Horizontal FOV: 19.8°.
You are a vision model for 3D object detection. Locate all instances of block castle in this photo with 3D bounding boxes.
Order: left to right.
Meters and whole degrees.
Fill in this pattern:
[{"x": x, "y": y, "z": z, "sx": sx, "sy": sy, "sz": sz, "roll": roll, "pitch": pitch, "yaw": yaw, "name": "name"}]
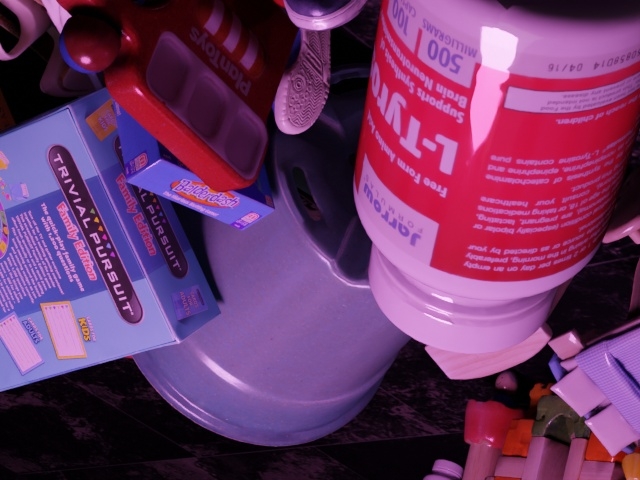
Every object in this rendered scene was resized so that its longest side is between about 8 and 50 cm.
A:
[{"x": 0.403, "y": 0.286, "z": 2.283, "sx": 0.303, "sy": 0.213, "sz": 0.453, "roll": 22, "pitch": 165, "yaw": -31, "name": "block castle"}]

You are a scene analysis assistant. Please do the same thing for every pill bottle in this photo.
[{"x": 0.179, "y": 0.395, "z": 2.785, "sx": 0.065, "sy": 0.116, "sz": 0.065, "roll": 18, "pitch": 156, "yaw": 8, "name": "pill bottle"}, {"x": 0.149, "y": -0.100, "z": 1.527, "sx": 0.229, "sy": 0.229, "sz": 0.408, "roll": 17, "pitch": 137, "yaw": 9, "name": "pill bottle"}]

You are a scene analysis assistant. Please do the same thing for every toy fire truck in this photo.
[{"x": -0.124, "y": -0.217, "z": 1.580, "sx": 0.169, "sy": 0.254, "sz": 0.302, "roll": -8, "pitch": 143, "yaw": 36, "name": "toy fire truck"}]

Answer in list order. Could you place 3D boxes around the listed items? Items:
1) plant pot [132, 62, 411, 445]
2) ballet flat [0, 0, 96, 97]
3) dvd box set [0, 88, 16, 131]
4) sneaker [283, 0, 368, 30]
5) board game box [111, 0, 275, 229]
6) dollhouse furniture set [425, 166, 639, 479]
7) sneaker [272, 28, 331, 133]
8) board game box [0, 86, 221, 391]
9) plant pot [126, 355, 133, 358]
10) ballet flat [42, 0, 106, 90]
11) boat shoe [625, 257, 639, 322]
[{"x": 0.000, "y": 0.000, "z": 1.904, "sx": 0.341, "sy": 0.341, "sz": 0.334, "roll": 28, "pitch": 146, "yaw": -14, "name": "plant pot"}, {"x": -0.282, "y": -0.217, "z": 1.896, "sx": 0.123, "sy": 0.123, "sz": 0.348, "roll": -6, "pitch": 144, "yaw": 46, "name": "ballet flat"}, {"x": -0.451, "y": -0.103, "z": 2.032, "sx": 0.307, "sy": 0.062, "sz": 0.420, "roll": -13, "pitch": 104, "yaw": 43, "name": "dvd box set"}, {"x": -0.004, "y": -0.287, "z": 1.401, "sx": 0.086, "sy": 0.226, "sz": 0.163, "roll": -3, "pitch": 145, "yaw": 22, "name": "sneaker"}, {"x": -0.127, "y": -0.128, "z": 1.704, "sx": 0.047, "sy": 0.210, "sz": 0.160, "roll": -31, "pitch": 147, "yaw": 28, "name": "board game box"}, {"x": 0.313, "y": 0.121, "z": 1.803, "sx": 0.303, "sy": 0.198, "sz": 0.286, "roll": 49, "pitch": 136, "yaw": -12, "name": "dollhouse furniture set"}, {"x": -0.036, "y": -0.174, "z": 1.751, "sx": 0.058, "sy": 0.152, "sz": 0.084, "roll": 13, "pitch": 171, "yaw": -42, "name": "sneaker"}, {"x": -0.290, "y": 0.010, "z": 1.872, "sx": 0.336, "sy": 0.079, "sz": 0.254, "roll": -17, "pitch": 101, "yaw": 38, "name": "board game box"}, {"x": -0.240, "y": 0.026, "z": 2.217, "sx": 0.243, "sy": 0.275, "sz": 0.275, "roll": 20, "pitch": 157, "yaw": -19, "name": "plant pot"}, {"x": -0.232, "y": -0.268, "z": 1.767, "sx": 0.139, "sy": 0.139, "sz": 0.400, "roll": 8, "pitch": 148, "yaw": 27, "name": "ballet flat"}, {"x": 0.383, "y": 0.040, "z": 1.911, "sx": 0.110, "sy": 0.104, "sz": 0.307, "roll": 30, "pitch": 136, "yaw": 8, "name": "boat shoe"}]
